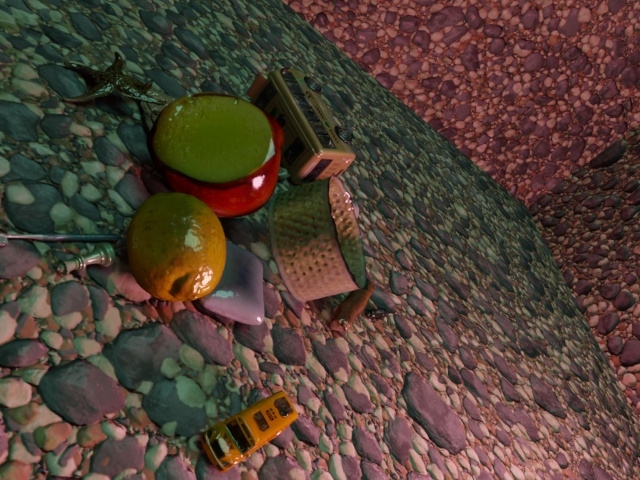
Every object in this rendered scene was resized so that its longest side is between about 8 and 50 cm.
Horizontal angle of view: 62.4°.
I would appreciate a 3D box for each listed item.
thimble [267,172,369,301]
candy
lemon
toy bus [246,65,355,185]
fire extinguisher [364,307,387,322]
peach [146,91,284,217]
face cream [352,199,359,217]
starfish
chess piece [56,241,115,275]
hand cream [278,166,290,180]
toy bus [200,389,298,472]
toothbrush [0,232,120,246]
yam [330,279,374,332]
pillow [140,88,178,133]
[{"bbox_3d":[0.000,0.000,1.175,0.271,0.150,0.270,-15,90,-75],"label":"thimble"},{"bbox_3d":[-0.173,0.079,1.035,0.138,0.071,0.174,28,34,-30],"label":"candy"},{"bbox_3d":[-0.250,0.012,0.922,0.170,0.170,0.207,22,42,-37],"label":"lemon"},{"bbox_3d":[-0.063,-0.345,1.585,0.202,0.177,0.365,-5,59,-48],"label":"toy bus"},{"bbox_3d":[0.140,0.191,1.358,0.083,0.025,0.038,7,72,-49],"label":"fire extinguisher"},{"bbox_3d":[-0.220,-0.169,1.105,0.275,0.245,0.248,16,41,-5],"label":"peach"},{"bbox_3d":[0.008,-0.086,1.463,0.250,0.077,0.077,3,52,-53],"label":"face cream"},{"bbox_3d":[-0.455,-0.344,1.161,0.213,0.057,0.238,30,36,5],"label":"starfish"},{"bbox_3d":[-0.382,0.033,0.854,0.042,0.042,0.093,53,37,9],"label":"chess piece"},{"bbox_3d":[-0.155,-0.196,1.437,0.165,0.037,0.057,14,43,-35],"label":"hand cream"},{"bbox_3d":[-0.110,0.301,0.848,0.069,0.074,0.162,57,30,13],"label":"toy bus"},{"bbox_3d":[-0.427,-0.003,0.856,0.220,0.016,0.019,-1,56,-53],"label":"toothbrush"},{"bbox_3d":[0.081,0.159,1.296,0.057,0.057,0.241,48,28,0],"label":"yam"},{"bbox_3d":[-0.361,-0.281,1.255,0.126,0.043,0.232,13,41,-47],"label":"pillow"}]
